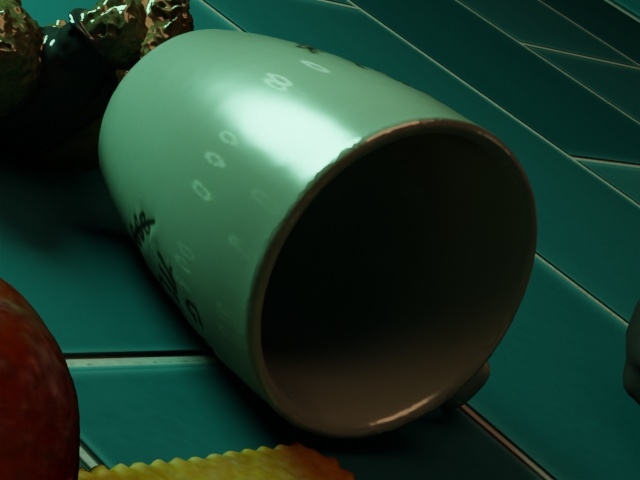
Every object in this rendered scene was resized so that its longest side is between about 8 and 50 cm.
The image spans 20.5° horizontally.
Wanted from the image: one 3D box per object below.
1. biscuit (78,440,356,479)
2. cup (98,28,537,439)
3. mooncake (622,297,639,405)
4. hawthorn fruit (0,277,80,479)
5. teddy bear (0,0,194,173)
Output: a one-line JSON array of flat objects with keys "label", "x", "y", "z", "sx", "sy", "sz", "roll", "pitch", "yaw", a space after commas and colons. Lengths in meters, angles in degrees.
[{"label": "biscuit", "x": 0.001, "y": 0.167, "z": 0.796, "sx": 0.232, "sy": 0.013, "sz": 0.237, "roll": 39, "pitch": 23, "yaw": 31}, {"label": "cup", "x": 0.000, "y": 0.000, "z": 1.041, "sx": 0.234, "sy": 0.186, "sz": 0.258, "roll": 37, "pitch": -10, "yaw": 49}, {"label": "mooncake", "x": 0.338, "y": 0.110, "z": 1.204, "sx": 0.283, "sy": 0.141, "sz": 0.283, "roll": 30, "pitch": 10, "yaw": -6}, {"label": "hawthorn fruit", "x": -0.166, "y": 0.080, "z": 0.574, "sx": 0.173, "sy": 0.173, "sz": 0.173, "roll": 24, "pitch": 19, "yaw": -9}, {"label": "teddy bear", "x": -0.172, "y": -0.107, "z": 1.130, "sx": 0.251, "sy": 0.182, "sz": 0.129, "roll": -5, "pitch": 73, "yaw": -60}]
